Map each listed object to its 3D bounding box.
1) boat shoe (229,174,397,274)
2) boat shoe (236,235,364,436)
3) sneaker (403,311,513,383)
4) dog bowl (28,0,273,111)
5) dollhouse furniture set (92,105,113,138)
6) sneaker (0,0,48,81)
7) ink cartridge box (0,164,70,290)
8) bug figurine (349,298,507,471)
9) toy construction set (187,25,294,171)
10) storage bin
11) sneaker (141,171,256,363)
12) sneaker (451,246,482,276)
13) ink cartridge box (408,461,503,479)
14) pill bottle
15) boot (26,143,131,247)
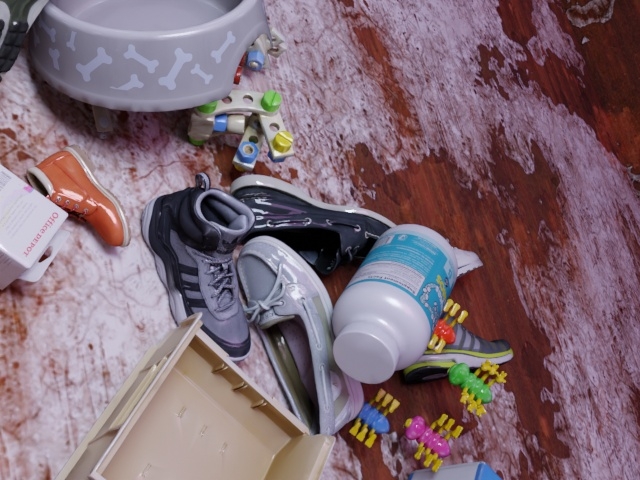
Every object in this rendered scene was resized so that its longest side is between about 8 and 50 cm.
[{"bbox_3d":[0.002,-0.002,1.151,0.340,0.127,0.113,22,56,-33],"label":"boat shoe"},{"bbox_3d":[-0.042,0.146,1.041,0.103,0.118,0.320,-29,98,-52],"label":"boat shoe"},{"bbox_3d":[0.262,0.196,1.319,0.300,0.111,0.121,7,62,-44],"label":"sneaker"},{"bbox_3d":[-0.239,-0.326,0.972,0.348,0.102,0.349,3,47,-3],"label":"dog bowl"},{"bbox_3d":[-0.285,-0.197,1.015,0.114,0.091,0.081,-18,98,-51],"label":"dollhouse furniture set"},{"bbox_3d":[-0.431,-0.309,0.805,0.182,0.158,0.410,37,82,14],"label":"sneaker"},{"bbox_3d":[-0.379,-0.016,0.809,0.143,0.090,0.092,42,46,-22],"label":"ink cartridge box"},{"bbox_3d":[0.170,0.245,1.148,0.216,0.072,0.279,42,73,1],"label":"bug figurine"},{"bbox_3d":[-0.140,-0.273,1.135,0.215,0.151,0.328,12,50,-13],"label":"toy construction set"},{"bbox_3d":[-0.140,0.270,0.869,0.262,0.123,0.260,46,45,-16],"label":"storage bin"},{"bbox_3d":[-0.146,0.039,0.963,0.101,0.153,0.268,-24,87,-48],"label":"sneaker"},{"bbox_3d":[0.245,0.042,1.402,0.235,0.090,0.095,-11,68,-48],"label":"sneaker"},{"bbox_3d":[0.281,0.588,1.082,0.395,0.166,0.285,47,44,-17],"label":"ink cartridge box"},{"bbox_3d":[0.109,0.096,1.040,0.146,0.146,0.264,52,38,-11],"label":"pill bottle"},{"bbox_3d":[-0.320,-0.046,0.914,0.158,0.059,0.084,52,45,2],"label":"boot"}]
